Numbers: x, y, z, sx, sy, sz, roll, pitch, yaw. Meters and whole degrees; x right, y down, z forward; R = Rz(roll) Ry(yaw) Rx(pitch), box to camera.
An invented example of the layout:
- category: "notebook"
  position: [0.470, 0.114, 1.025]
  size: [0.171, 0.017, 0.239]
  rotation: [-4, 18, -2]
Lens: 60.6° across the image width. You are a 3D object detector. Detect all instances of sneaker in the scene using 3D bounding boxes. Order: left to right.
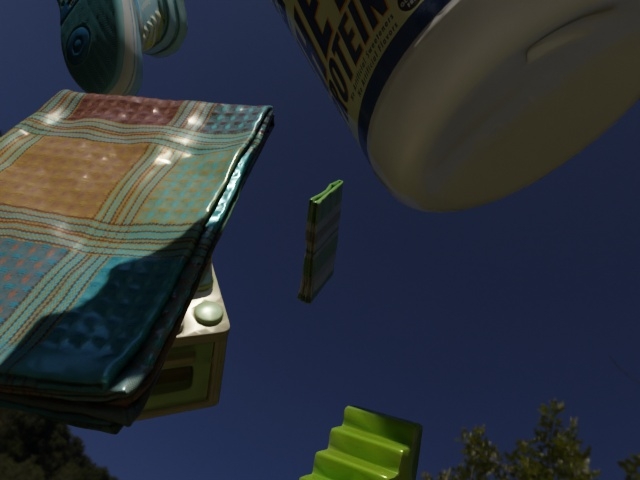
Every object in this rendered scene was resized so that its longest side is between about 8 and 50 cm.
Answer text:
- category: "sneaker"
  position: [-0.262, -0.304, 0.800]
  size: [0.127, 0.208, 0.319]
  rotation: [-33, -117, 24]

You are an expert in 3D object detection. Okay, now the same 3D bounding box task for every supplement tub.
- category: "supplement tub"
  position: [0.087, -0.212, 0.444]
  size: [0.235, 0.235, 0.325]
  rotation: [-48, -124, 35]

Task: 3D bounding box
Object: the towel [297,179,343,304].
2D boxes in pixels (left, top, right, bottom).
- category: "towel"
  position: [0.000, 0.000, 0.767]
  size: [0.023, 0.113, 0.152]
  rotation: [12, -67, 16]

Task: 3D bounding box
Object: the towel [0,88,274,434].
- category: "towel"
  position: [-0.208, -0.031, 0.468]
  size: [0.271, 0.370, 0.040]
  rotation: [7, -48, 8]

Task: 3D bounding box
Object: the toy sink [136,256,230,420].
- category: "toy sink"
  position: [-0.201, 0.105, 0.674]
  size: [0.152, 0.131, 0.234]
  rotation: [-4, -48, -23]

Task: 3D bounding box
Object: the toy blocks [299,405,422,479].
- category: "toy blocks"
  position: [-0.047, 0.265, 0.184]
  size: [0.190, 0.260, 0.382]
  rotation: [4, -99, 38]
